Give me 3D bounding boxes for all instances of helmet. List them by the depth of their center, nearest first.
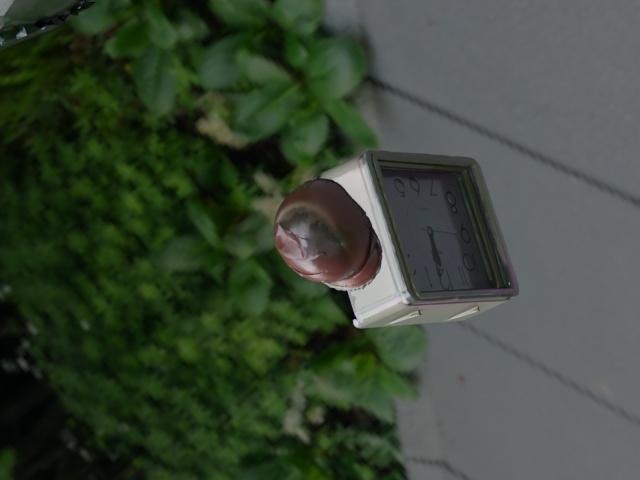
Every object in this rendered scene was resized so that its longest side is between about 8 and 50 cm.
[{"bbox_3d":[0.000,0.001,1.026,0.065,0.049,0.084,-39,85,27],"label":"helmet"}]

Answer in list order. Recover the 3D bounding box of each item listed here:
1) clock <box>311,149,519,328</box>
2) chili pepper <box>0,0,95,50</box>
[{"bbox_3d":[0.089,0.000,1.380,0.071,0.192,0.146,-25,74,35],"label":"clock"},{"bbox_3d":[-0.119,-0.191,0.555,0.257,0.233,0.248,7,107,39],"label":"chili pepper"}]
